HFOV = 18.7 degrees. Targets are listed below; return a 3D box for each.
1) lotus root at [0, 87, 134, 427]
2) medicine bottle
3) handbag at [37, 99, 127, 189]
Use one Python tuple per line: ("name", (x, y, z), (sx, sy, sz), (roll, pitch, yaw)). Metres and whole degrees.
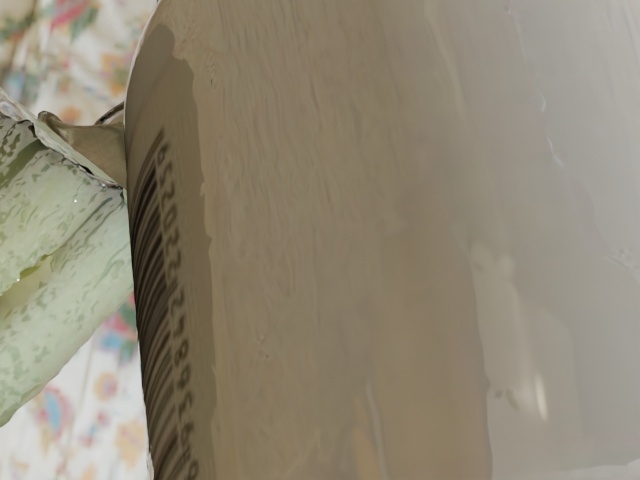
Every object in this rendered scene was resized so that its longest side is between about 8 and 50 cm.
("lotus root", (-0.227, 0.020, 0.725), (0.260, 0.149, 0.267), (-48, 152, 1))
("medicine bottle", (0.048, -0.006, 0.572), (0.208, 0.340, 0.208), (-5, 139, -4))
("handbag", (0.000, 0.000, 0.968), (0.182, 0.270, 0.117), (-32, 166, -14))
